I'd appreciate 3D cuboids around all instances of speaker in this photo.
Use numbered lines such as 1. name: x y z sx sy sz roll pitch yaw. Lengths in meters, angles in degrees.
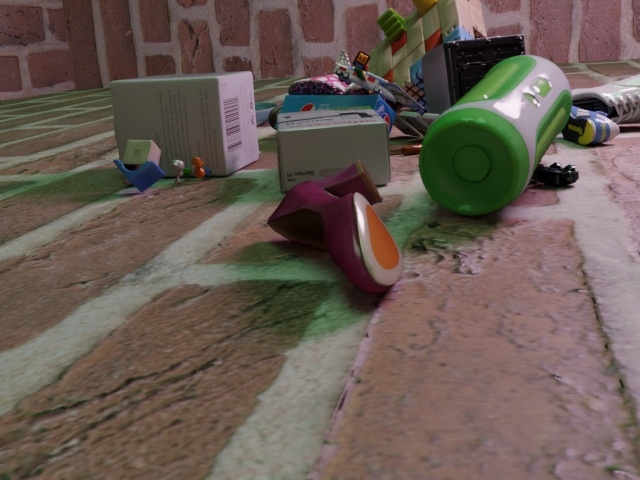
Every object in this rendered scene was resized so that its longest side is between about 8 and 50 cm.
1. speaker: 0.216 -0.134 0.915 0.131 0.131 0.296 4 26 27

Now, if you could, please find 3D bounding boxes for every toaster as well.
1. toaster: 0.286 -0.270 1.381 0.168 0.185 0.110 -11 7 -19

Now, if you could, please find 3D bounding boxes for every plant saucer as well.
1. plant saucer: -0.257 -0.289 1.811 0.318 0.043 0.317 -3 16 1

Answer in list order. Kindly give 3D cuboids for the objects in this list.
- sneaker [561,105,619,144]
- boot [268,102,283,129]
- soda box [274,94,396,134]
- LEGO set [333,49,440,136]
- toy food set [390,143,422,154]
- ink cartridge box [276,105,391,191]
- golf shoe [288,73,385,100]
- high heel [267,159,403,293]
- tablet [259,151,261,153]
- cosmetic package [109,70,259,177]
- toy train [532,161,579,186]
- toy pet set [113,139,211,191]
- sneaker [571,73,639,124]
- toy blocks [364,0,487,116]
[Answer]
1. sneaker: 0.438 -0.189 1.261 0.059 0.053 0.144 -6 24 -4
2. boot: 0.013 -0.247 1.521 0.219 0.082 0.106 -8 13 -21
3. soda box: 0.025 -0.213 1.369 0.210 0.071 0.067 8 -16 37
4. LEGO set: 0.129 -0.257 1.328 0.244 0.060 0.182 32 -6 -31
5. toy food set: 0.161 -0.154 1.257 0.122 0.019 0.078 0 16 15
6. ink cartridge box: 0.013 -0.135 1.100 0.153 0.086 0.208 -5 16 -2
7. golf shoe: 0.028 -0.287 1.484 0.186 0.067 0.086 1 32 -11
8. high heel: 0.000 0.000 0.681 0.117 0.082 0.244 -30 26 11
9. tablet: -0.153 -0.152 1.356 0.083 0.006 0.054 3 17 24
10. cosmetic package: -0.212 -0.187 1.224 0.184 0.151 0.151 2 16 15
11. toy train: 0.262 -0.090 0.994 0.036 0.027 0.158 -25 24 -27
12. toy pet set: -0.237 -0.093 1.106 0.122 0.065 0.114 3 -18 13
13. sneaker: 0.530 -0.234 1.345 0.258 0.094 0.091 -9 22 30
14. toy blocks: 0.229 -0.395 1.714 0.381 0.191 0.260 -37 36 36
